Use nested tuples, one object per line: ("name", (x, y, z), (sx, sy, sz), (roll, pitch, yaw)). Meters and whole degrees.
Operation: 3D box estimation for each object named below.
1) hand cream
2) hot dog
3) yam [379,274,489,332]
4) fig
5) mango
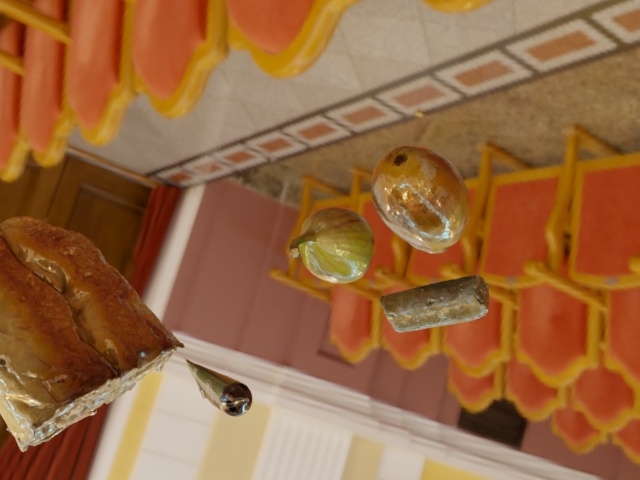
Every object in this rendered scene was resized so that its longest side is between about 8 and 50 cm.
("hand cream", (-0.176, 0.253, 1.700), (0.235, 0.055, 0.086), (5, 122, 63))
("hot dog", (-0.467, 0.133, 1.684), (0.365, 0.196, 0.367), (49, -148, 10))
("yam", (0.191, 0.107, 1.675), (0.179, 0.078, 0.078), (-13, 157, 17))
("fig", (0.015, -0.003, 1.115), (0.093, 0.093, 0.166), (14, 170, 10))
("mango", (0.183, -0.063, 1.815), (0.193, 0.146, 0.316), (40, 172, 21))
